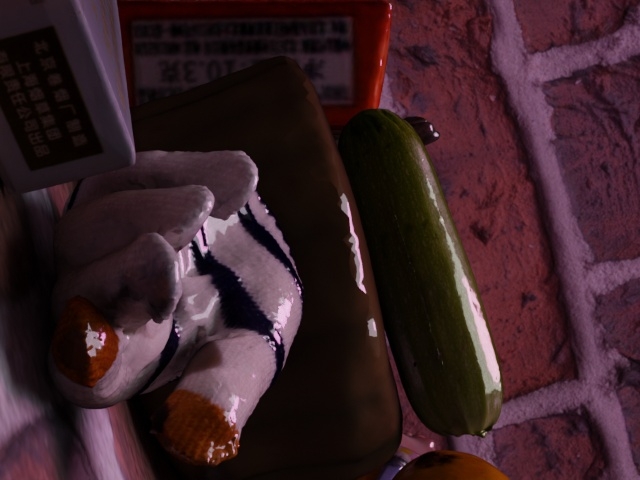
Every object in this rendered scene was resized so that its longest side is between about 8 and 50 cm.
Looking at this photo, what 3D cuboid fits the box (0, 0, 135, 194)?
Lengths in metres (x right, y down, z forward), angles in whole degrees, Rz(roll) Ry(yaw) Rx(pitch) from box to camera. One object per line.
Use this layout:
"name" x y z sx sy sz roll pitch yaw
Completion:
"box" -0.147 -0.160 0.578 0.243 0.067 0.155 76 -2 -46

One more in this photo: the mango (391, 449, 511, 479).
"mango" 0.114 0.279 0.917 0.177 0.120 0.295 -118 -170 -68

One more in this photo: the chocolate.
"chocolate" -0.061 -0.140 1.115 0.235 0.237 0.108 -135 -134 -89

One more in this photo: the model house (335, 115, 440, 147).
"model house" 0.000 0.000 1.293 0.205 0.278 0.218 -100 174 -71

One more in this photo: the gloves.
"gloves" -0.082 0.023 0.645 0.218 0.131 0.140 -25 117 -65

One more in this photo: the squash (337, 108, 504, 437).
"squash" 0.067 0.020 0.892 0.069 0.069 0.239 75 -2 -74

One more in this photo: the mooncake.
"mooncake" -0.050 0.032 0.906 0.290 0.161 0.291 165 -90 -89

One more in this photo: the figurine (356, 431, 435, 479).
"figurine" 0.039 0.260 1.241 0.224 0.205 0.382 38 -3 -24
